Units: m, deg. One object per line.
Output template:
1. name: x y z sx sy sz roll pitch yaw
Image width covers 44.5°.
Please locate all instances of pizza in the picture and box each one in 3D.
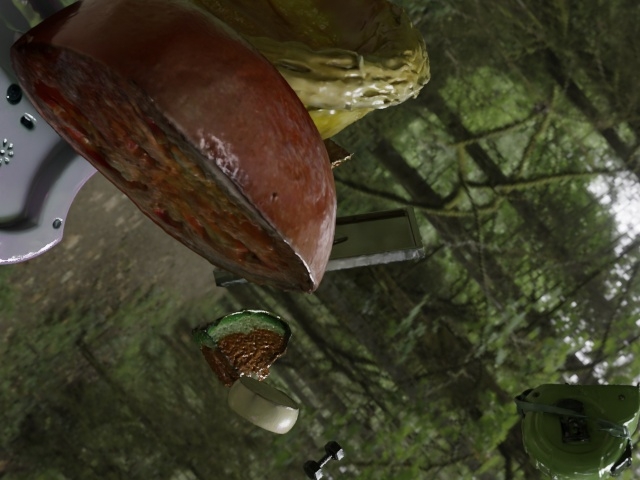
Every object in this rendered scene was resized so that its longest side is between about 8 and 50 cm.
1. pizza: -0.001 -0.158 1.509 0.099 0.100 0.029 -55 169 -34

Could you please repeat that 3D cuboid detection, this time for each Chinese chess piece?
1. Chinese chess piece: -0.096 0.274 1.304 0.051 0.122 0.122 -63 -178 0

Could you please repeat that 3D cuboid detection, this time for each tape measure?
1. tape measure: 0.368 0.274 1.125 0.177 0.087 0.154 -2 -127 18

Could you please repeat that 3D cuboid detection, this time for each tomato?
1. tomato: -0.112 -0.104 0.717 0.144 0.338 0.338 -52 -174 -19

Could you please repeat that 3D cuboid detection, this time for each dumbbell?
1. dumbbell: 0.006 0.419 1.490 0.083 0.040 0.036 -35 156 -32

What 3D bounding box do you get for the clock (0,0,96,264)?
1. clock: -0.344 -0.133 0.751 0.338 0.102 0.339 -36 136 -44

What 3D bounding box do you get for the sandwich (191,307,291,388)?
1. sandwich: -0.196 0.272 1.988 0.109 0.212 0.292 -20 -178 40

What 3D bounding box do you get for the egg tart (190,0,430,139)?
1. egg tart: -0.053 -0.241 0.971 0.388 0.388 0.169 -43 161 -54

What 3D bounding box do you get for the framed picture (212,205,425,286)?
1. framed picture: 0.000 0.000 1.013 0.260 0.023 0.189 -9 -162 4
